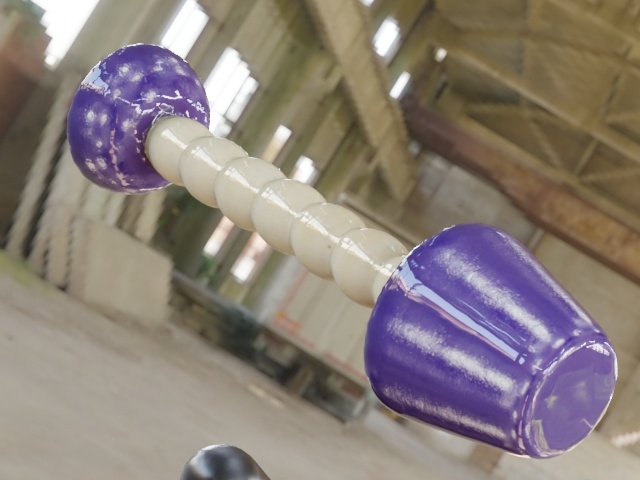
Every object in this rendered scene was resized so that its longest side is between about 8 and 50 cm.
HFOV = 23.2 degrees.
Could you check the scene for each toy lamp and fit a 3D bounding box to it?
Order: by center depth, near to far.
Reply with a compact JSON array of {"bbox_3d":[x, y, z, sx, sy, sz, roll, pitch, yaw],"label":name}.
[{"bbox_3d":[0.000,0.000,0.610,0.275,0.080,0.080,33,-1,45],"label":"toy lamp"}]

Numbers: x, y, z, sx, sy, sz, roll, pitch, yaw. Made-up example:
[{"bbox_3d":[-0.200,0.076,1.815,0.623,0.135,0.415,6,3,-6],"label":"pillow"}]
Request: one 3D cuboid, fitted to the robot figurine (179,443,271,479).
[{"bbox_3d":[-0.022,0.210,0.640,0.174,0.209,0.278,18,-22,33],"label":"robot figurine"}]
